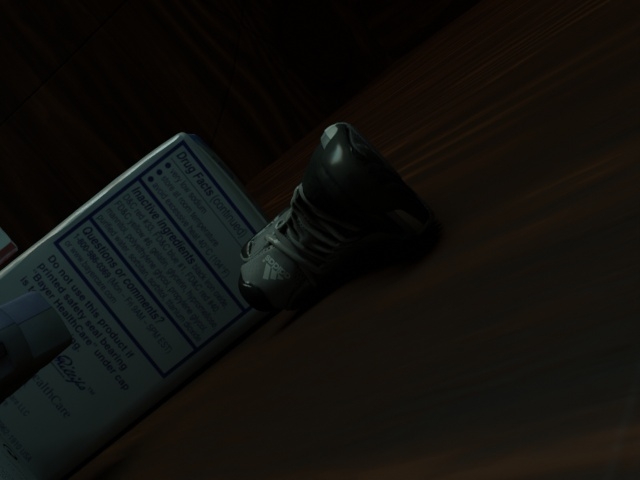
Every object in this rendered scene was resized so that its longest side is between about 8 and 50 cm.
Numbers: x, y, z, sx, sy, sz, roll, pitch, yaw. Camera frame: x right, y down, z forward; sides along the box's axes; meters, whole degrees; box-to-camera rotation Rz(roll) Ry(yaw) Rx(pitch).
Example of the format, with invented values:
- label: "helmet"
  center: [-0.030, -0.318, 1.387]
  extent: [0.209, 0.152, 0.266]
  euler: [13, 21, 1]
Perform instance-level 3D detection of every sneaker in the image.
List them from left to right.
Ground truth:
- label: "sneaker"
  center: [0.000, 0.000, 0.891]
  extent: [0.132, 0.086, 0.229]
  euler: [-43, -5, 4]

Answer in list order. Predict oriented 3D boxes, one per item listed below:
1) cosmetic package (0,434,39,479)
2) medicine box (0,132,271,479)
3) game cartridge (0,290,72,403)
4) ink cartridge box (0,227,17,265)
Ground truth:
- label: "cosmetic package"
  center: [-0.232, 0.227, 0.405]
  extent: [0.377, 0.097, 0.284]
  euler: [-39, 5, -4]
- label: "medicine box"
  center: [-0.171, 0.052, 1.122]
  extent: [0.289, 0.149, 0.263]
  euler: [-38, 6, 0]
- label: "game cartridge"
  center: [-0.309, 0.143, 0.790]
  extent: [0.230, 0.068, 0.355]
  euler: [-43, -4, 23]
- label: "ink cartridge box"
  center: [-0.403, 0.075, 1.114]
  extent: [0.273, 0.114, 0.197]
  euler: [-36, 8, 32]
